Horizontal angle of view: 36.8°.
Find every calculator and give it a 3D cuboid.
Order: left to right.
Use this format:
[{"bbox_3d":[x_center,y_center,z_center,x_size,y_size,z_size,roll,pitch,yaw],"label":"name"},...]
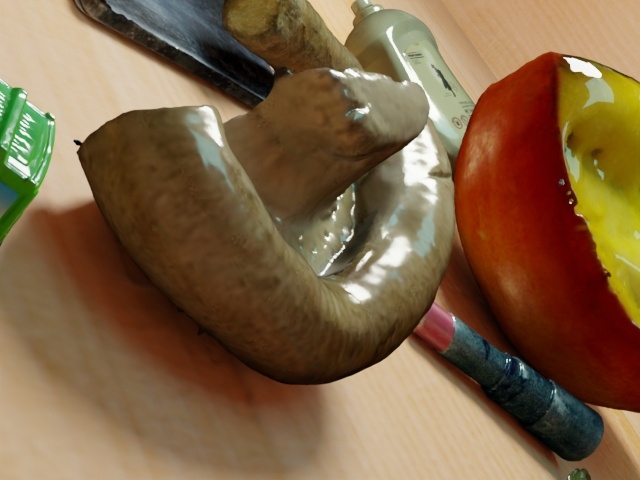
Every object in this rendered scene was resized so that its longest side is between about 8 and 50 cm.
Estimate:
[{"bbox_3d":[-0.116,-0.188,0.779,0.262,0.021,0.161,24,33,-55],"label":"calculator"}]

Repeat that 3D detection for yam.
[{"bbox_3d":[-0.003,-0.160,0.878,0.066,0.066,0.300,59,11,19],"label":"yam"}]

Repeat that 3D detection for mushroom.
[{"bbox_3d":[0.000,0.000,0.536,0.286,0.156,0.151,-8,73,-55],"label":"mushroom"}]

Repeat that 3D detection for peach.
[{"bbox_3d":[0.270,-0.005,1.003,0.306,0.242,0.380,-23,98,-45],"label":"peach"}]

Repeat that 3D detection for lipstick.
[{"bbox_3d":[0.157,0.115,0.820,0.234,0.053,0.053,38,23,-30],"label":"lipstick"}]

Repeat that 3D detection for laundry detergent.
[{"bbox_3d":[0.112,-0.184,1.149,0.181,0.091,0.253,-15,71,-51],"label":"laundry detergent"}]

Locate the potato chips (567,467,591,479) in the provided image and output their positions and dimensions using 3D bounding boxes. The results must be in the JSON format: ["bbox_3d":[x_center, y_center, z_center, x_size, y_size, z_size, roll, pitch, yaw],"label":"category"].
[{"bbox_3d":[0.275,0.289,0.823,0.209,0.026,0.142,59,18,18],"label":"potato chips"}]

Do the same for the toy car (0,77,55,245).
[{"bbox_3d":[-0.173,-0.059,0.348,0.165,0.062,0.071,41,22,-29],"label":"toy car"}]
